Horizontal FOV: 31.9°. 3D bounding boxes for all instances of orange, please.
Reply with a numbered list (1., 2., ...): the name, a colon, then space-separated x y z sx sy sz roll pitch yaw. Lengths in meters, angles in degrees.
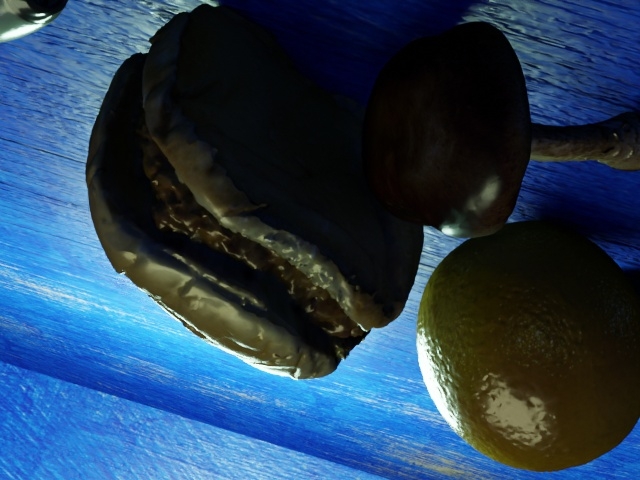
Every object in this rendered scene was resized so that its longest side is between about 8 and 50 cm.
1. orange: 0.197 0.096 1.040 0.236 0.236 0.236 16 161 5

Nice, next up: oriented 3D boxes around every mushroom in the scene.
1. mushroom: 0.151 -0.073 0.771 0.218 0.148 0.227 1 -167 -13

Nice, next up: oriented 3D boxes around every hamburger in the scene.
1. hamburger: -0.045 -0.030 0.852 0.283 0.259 0.144 35 124 -24

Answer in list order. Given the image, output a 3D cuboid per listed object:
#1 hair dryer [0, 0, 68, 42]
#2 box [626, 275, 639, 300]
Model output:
1. hair dryer: -0.341 -0.213 0.815 0.267 0.092 0.229 19 169 -35
2. box: 0.397 0.085 1.099 0.230 0.050 0.160 0 155 42
